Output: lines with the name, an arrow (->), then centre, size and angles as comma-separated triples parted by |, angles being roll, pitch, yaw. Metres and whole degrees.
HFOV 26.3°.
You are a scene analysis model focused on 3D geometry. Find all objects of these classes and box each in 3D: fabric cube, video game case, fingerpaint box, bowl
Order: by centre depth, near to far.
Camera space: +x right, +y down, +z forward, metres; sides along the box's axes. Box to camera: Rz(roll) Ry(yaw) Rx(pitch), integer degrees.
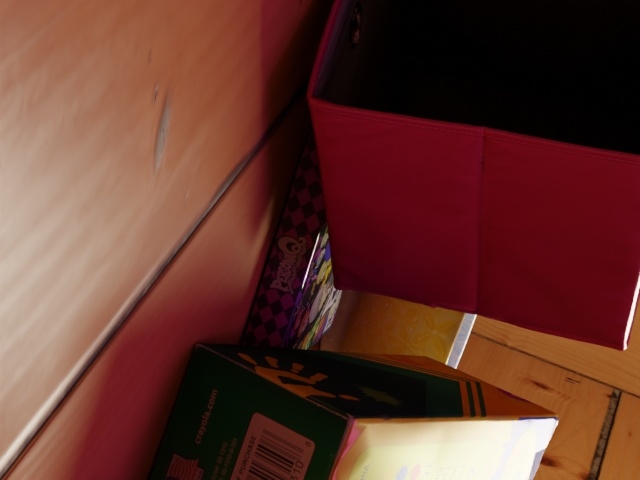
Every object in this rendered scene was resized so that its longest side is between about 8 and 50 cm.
fabric cube -> 0.150, -0.105, 1.075 | 0.258, 0.259, 0.254 | 81, 23, -57
fingerpaint box -> -0.012, 0.321, 1.159 | 0.371, 0.163, 0.444 | 10, 101, -56
video game case -> 0.000, 0.000, 1.252 | 0.210, 0.042, 0.232 | -36, 146, -70
bowl -> 0.092, 0.109, 1.644 | 0.289, 0.156, 0.289 | 21, 90, -80
